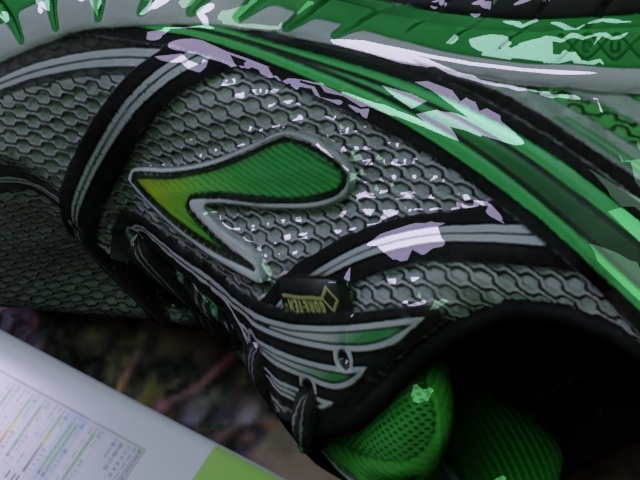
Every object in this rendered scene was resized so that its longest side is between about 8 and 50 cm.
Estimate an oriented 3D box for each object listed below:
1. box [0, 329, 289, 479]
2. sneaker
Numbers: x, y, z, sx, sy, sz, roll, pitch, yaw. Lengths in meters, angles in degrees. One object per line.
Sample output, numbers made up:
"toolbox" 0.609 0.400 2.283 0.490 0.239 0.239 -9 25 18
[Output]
"box" -0.154 0.129 0.507 0.322 0.058 0.232 24 71 27
"sneaker" 0.000 0.000 0.455 0.343 0.134 0.146 0 68 40
